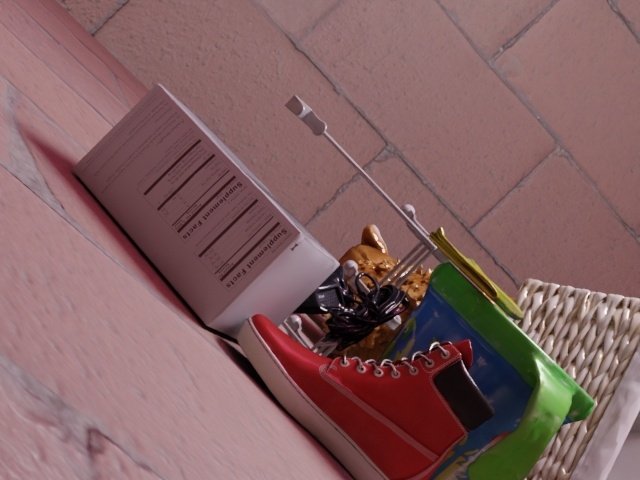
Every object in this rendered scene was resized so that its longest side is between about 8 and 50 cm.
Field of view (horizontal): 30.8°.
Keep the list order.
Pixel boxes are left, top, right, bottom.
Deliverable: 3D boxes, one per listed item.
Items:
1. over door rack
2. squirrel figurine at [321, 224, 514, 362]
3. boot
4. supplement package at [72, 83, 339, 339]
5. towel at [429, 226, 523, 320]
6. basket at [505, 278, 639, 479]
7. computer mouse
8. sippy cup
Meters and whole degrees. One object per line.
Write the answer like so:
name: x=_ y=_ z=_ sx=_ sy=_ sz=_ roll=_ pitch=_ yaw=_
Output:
over door rack: x=0.000 y=0.000 z=1.560 sx=0.324 sy=0.239 sz=0.108 roll=47 pitch=5 yaw=17
squirrel figurine: x=0.148 y=0.119 z=1.852 sx=0.370 sy=0.281 sz=0.397 roll=40 pitch=-2 yaw=26
boot: x=0.050 y=0.125 z=1.160 sx=0.244 sy=0.176 sz=0.088 roll=44 pitch=5 yaw=-2
supplement package: x=-0.120 y=-0.024 z=1.232 sx=0.244 sy=0.134 sz=0.139 roll=46 pitch=3 yaw=24
towel: x=0.182 y=0.042 z=1.322 sx=0.102 sy=0.021 sz=0.237 roll=44 pitch=4 yaw=18
basket: x=0.380 y=0.277 z=1.615 sx=0.266 sy=0.331 sz=0.328 roll=11 pitch=-28 yaw=43
computer mouse: x=-0.045 y=0.055 z=1.386 sx=0.272 sy=0.072 sz=0.188 roll=27 pitch=22 yaw=17
sippy cup: x=0.153 y=0.182 z=1.330 sx=0.240 sy=0.224 sz=0.305 roll=44 pitch=3 yaw=15
